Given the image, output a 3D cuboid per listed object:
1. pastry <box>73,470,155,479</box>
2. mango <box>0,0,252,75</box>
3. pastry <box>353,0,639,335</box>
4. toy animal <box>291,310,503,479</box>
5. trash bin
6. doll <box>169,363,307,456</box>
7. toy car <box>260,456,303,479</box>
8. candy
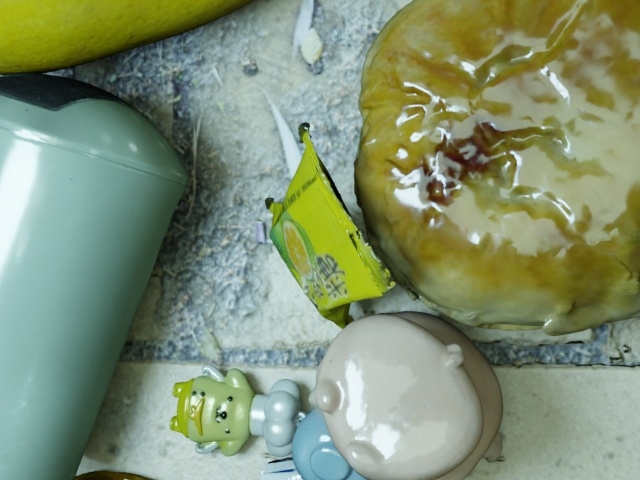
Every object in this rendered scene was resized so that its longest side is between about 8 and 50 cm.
[{"bbox_3d":[-0.262,0.387,1.200,0.240,0.132,0.235,-11,82,10],"label":"pastry"},{"bbox_3d":[-0.256,-0.314,1.179,0.445,0.301,0.220,-8,111,10],"label":"mango"},{"bbox_3d":[0.226,-0.101,1.098,0.409,0.245,0.409,-1,85,12],"label":"pastry"},{"bbox_3d":[0.087,0.162,1.096,0.229,0.221,0.210,-28,72,-26],"label":"toy animal"},{"bbox_3d":[-0.326,0.030,1.175,0.280,0.280,0.432,18,92,11],"label":"trash bin"},{"bbox_3d":[-0.094,0.200,1.223,0.162,0.062,0.106,4,90,9],"label":"doll"},{"bbox_3d":[0.000,0.282,1.194,0.170,0.070,0.080,-10,84,8],"label":"toy car"},{"bbox_3d":[0.000,0.000,1.112,0.081,0.297,0.187,-27,80,-12],"label":"candy"}]
